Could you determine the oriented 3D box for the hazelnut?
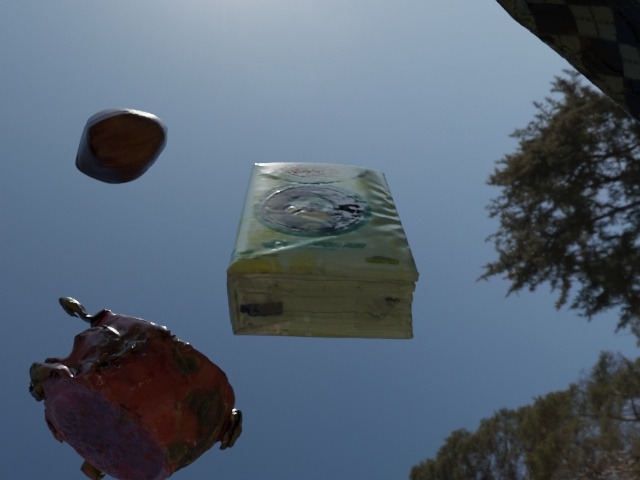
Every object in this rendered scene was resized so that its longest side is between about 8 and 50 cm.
[{"bbox_3d":[-0.458,-0.219,1.211,0.180,0.212,0.181,15,-95,-30],"label":"hazelnut"}]

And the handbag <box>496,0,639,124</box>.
[{"bbox_3d":[0.319,-0.230,0.349,0.180,0.416,0.317,-44,-85,-10],"label":"handbag"}]

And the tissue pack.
[{"bbox_3d":[0.000,0.000,0.916,0.287,0.162,0.388,3,-150,-4],"label":"tissue pack"}]

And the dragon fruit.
[{"bbox_3d":[-0.234,0.195,0.625,0.282,0.211,0.147,37,-130,-8],"label":"dragon fruit"}]
